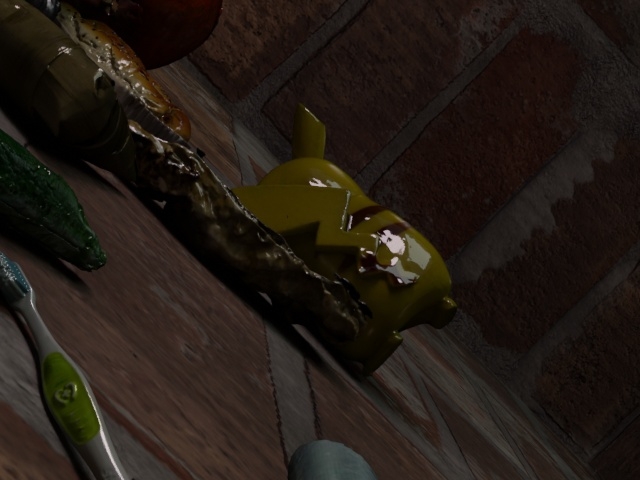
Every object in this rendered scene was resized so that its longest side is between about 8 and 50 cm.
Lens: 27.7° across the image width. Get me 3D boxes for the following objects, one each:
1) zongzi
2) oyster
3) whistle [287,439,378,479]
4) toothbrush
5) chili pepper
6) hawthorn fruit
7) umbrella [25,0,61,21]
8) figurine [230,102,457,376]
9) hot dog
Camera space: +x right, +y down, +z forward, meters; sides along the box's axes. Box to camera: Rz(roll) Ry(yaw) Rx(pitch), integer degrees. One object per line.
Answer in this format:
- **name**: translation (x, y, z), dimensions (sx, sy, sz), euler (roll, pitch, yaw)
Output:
- **zongzi**: translation (-0.235, -0.135, 1.159), dimensions (0.160, 0.078, 0.176), euler (47, -5, 17)
- **oyster**: translation (-0.087, 0.002, 1.319), dimensions (0.345, 0.079, 0.128), euler (42, -15, -19)
- **whistle**: translation (0.013, 0.175, 0.703), dimensions (0.062, 0.062, 0.312), euler (45, 5, -8)
- **toothbrush**: translation (-0.114, 0.084, 0.622), dimensions (0.263, 0.022, 0.026), euler (49, -8, 43)
- **chili pepper**: translation (-0.199, -0.040, 0.781), dimensions (0.227, 0.059, 0.088), euler (47, 7, -44)
- **hawthorn fruit**: translation (-0.267, -0.363, 1.819), dimensions (0.276, 0.276, 0.307), euler (45, 18, -8)
- **umbrella**: translation (-0.381, -0.308, 1.222), dimensions (0.326, 0.094, 0.090), euler (42, -2, -25)
- **figurine**: translation (0.005, 0.005, 1.533), dimensions (0.326, 0.218, 0.169), euler (40, -39, 28)
- **hot dog**: translation (-0.241, -0.189, 1.531), dimensions (0.268, 0.075, 0.144), euler (45, 7, 29)
